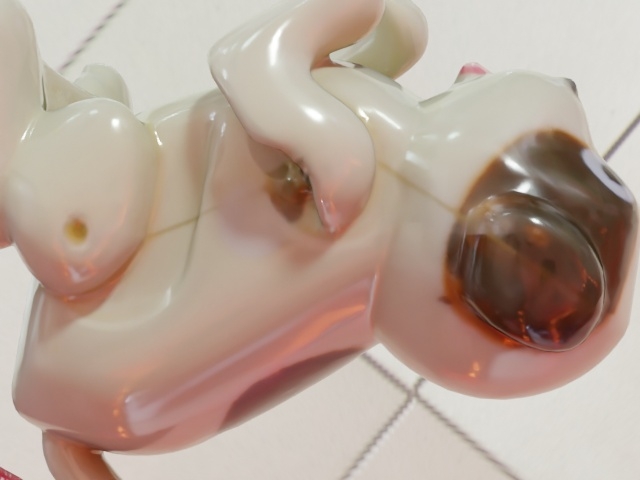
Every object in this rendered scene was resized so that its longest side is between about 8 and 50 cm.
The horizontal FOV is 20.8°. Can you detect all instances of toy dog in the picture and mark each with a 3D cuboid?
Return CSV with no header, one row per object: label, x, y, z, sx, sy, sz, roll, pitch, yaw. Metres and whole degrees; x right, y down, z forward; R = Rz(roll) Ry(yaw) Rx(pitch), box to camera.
toy dog,0.000,0.000,1.122,0.408,0.284,0.395,-3,73,12

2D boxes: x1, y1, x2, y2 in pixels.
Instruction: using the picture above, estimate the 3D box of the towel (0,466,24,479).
towel,-0.073,0.206,0.497,0.329,0.037,0.237,38,56,-29
